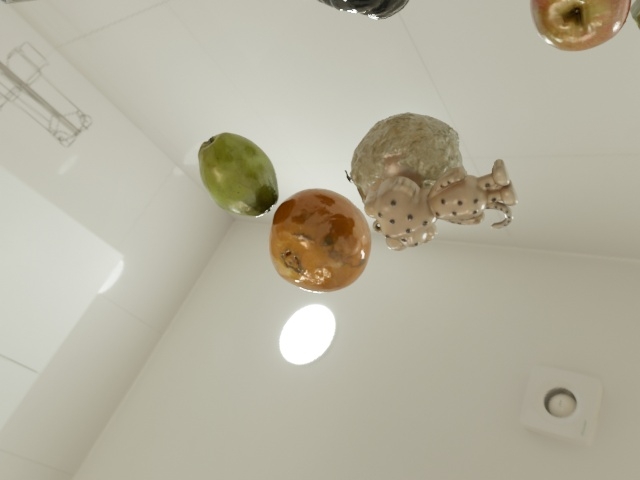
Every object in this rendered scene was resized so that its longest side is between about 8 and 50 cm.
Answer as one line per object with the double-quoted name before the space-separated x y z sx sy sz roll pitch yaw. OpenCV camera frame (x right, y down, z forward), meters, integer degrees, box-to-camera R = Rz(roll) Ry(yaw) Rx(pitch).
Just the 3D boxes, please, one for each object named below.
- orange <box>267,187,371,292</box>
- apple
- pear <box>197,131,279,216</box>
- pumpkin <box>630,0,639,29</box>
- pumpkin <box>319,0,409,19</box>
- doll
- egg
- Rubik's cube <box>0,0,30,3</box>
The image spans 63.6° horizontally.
"orange" 0.000 0.000 1.500 0.312 0.312 0.312 -22 -137 23
"apple" 0.552 -0.507 1.094 0.209 0.209 0.164 6 -130 42
"pear" -0.235 -0.185 1.485 0.212 0.269 0.212 -36 -168 9
"pumpkin" 0.999 -0.595 1.387 0.199 0.332 0.332 -45 -154 50
"pumpkin" 0.113 -0.795 1.485 0.363 0.363 0.266 48 -50 51
"doll" 0.224 -0.064 0.974 0.278 0.154 0.119 -9 -146 23
"egg" 0.203 -0.162 1.200 0.279 0.310 0.279 0 -99 2
"Rubik's cube" -0.570 -0.684 0.974 0.346 0.344 0.347 28 -139 20
